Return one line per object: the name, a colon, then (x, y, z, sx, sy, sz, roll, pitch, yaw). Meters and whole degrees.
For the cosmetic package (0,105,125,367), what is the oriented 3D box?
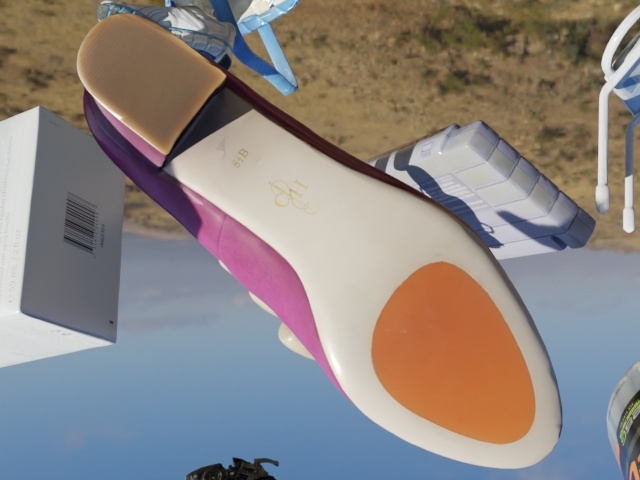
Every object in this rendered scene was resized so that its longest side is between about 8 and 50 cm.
cosmetic package: (-0.343, 0.009, 0.882, 0.224, 0.224, 0.138, -15, 154, 26)

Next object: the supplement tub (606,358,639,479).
supplement tub: (0.424, 0.255, 0.831, 0.207, 0.207, 0.338, -3, -164, 8)

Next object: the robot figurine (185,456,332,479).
robot figurine: (-0.056, 0.384, 1.047, 0.291, 0.211, 0.085, 3, 133, 4)

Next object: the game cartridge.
game cartridge: (0.196, -0.057, 1.198, 0.230, 0.068, 0.355, 42, 159, -15)

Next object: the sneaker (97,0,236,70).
sneaker: (-0.204, -0.289, 1.115, 0.190, 0.083, 0.071, 18, 146, -6)

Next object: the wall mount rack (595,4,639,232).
wall mount rack: (0.469, -0.178, 1.159, 0.130, 0.304, 0.350, 45, -164, 28)

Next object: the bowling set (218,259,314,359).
bowling set: (0.011, 0.037, 1.077, 0.154, 0.200, 0.287, 34, -172, -36)

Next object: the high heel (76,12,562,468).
high heel: (0.000, 0.000, 0.553, 0.127, 0.377, 0.181, -44, -175, -5)

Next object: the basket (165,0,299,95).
basket: (-0.134, -0.384, 1.306, 0.201, 0.289, 0.255, -22, 170, 12)
